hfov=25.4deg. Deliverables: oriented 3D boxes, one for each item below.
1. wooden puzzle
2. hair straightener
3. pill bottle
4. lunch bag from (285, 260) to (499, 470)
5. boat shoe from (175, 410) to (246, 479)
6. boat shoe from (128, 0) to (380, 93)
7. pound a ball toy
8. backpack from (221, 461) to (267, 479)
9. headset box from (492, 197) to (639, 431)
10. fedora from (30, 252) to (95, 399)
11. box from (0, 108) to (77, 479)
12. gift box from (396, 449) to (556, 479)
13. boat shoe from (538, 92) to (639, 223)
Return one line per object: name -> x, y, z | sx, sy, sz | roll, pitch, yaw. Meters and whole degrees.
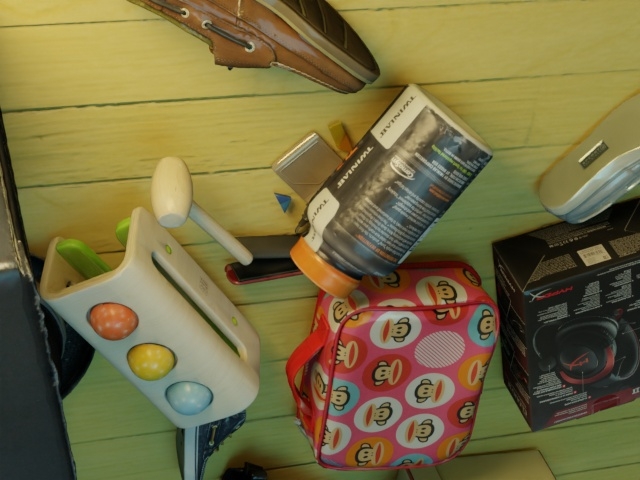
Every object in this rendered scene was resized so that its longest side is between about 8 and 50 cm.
wooden puzzle -> -0.011, -0.087, 1.659 | 0.116, 0.014, 0.078 | -33, 126, 6
hair straightener -> 0.000, 0.000, 1.706 | 0.230, 0.047, 0.089 | -5, 127, -17
pill bottle -> 0.073, -0.049, 1.625 | 0.130, 0.130, 0.246 | 32, 103, -36
lunch bag -> 0.079, 0.167, 1.816 | 0.258, 0.120, 0.293 | -2, 127, -18
boat shoe -> -0.140, 0.248, 1.832 | 0.083, 0.065, 0.183 | -5, 126, -15
boat shoe -> -0.078, -0.232, 1.470 | 0.307, 0.111, 0.104 | 33, 114, -26
pound a ball toy -> -0.167, 0.076, 1.606 | 0.208, 0.136, 0.319 | -19, 134, 21
backpack -> -0.074, 0.473, 1.950 | 0.263, 0.213, 0.276 | -37, 133, 23
headset box -> 0.354, 0.113, 1.882 | 0.218, 0.110, 0.293 | -17, 130, -7
fedora -> -0.408, 0.166, 1.614 | 0.334, 0.152, 0.334 | -10, 129, -13
box -> -0.500, 0.033, 1.268 | 0.479, 0.472, 0.297 | -12, 129, -11
gift box -> 0.222, 0.462, 2.004 | 0.258, 0.276, 0.255 | -2, 121, -17
boat shoe -> 0.376, -0.104, 1.755 | 0.227, 0.079, 0.081 | -39, 139, 17
